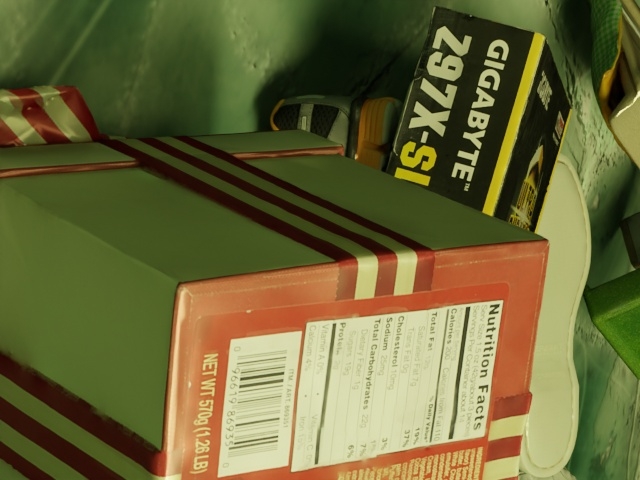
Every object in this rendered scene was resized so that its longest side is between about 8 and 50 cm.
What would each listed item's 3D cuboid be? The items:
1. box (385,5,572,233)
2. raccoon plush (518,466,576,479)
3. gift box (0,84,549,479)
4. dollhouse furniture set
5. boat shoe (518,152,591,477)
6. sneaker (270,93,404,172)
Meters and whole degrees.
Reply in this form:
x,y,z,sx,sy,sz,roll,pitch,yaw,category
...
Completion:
x,y,z,sx,sy,sz,roll,pitch,yaw,category
0.094,0.001,1.193,0.322,0.079,0.257,20,88,-79,box
0.248,0.383,1.380,0.216,0.299,0.446,84,22,-64,raccoon plush
-0.072,0.066,0.909,0.276,0.258,0.255,0,106,-36,gift box
0.248,-0.064,1.469,0.301,0.151,0.197,47,25,-38,dollhouse furniture set
0.161,0.058,1.406,0.095,0.079,0.255,-3,94,-41,boat shoe
0.000,0.000,1.144,0.084,0.083,0.215,-53,155,-63,sneaker
